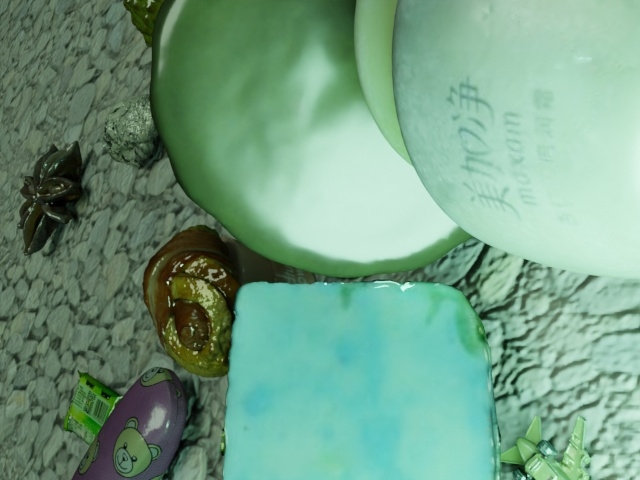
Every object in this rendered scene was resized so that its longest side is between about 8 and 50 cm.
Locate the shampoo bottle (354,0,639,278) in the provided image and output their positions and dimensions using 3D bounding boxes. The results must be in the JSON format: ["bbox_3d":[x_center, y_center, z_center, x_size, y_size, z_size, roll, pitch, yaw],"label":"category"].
[{"bbox_3d":[0.205,-0.134,0.768,0.317,0.322,0.322,23,94,48],"label":"shampoo bottle"}]

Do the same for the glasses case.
[{"bbox_3d":[-0.265,0.303,1.500,0.316,0.076,0.123,-57,34,22],"label":"glasses case"}]

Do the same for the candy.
[{"bbox_3d":[-0.325,0.256,1.663,0.178,0.032,0.102,13,89,57],"label":"candy"}]

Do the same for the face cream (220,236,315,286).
[{"bbox_3d":[-0.087,0.080,1.313,0.149,0.104,0.149,-33,48,46],"label":"face cream"}]

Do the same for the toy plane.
[{"bbox_3d":[0.182,0.188,0.900,0.102,0.040,0.111,-52,33,11],"label":"toy plane"}]

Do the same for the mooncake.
[{"bbox_3d":[0.019,-0.139,1.021,0.351,0.351,0.187,-64,11,12],"label":"mooncake"}]

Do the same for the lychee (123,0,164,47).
[{"bbox_3d":[-0.148,-0.388,1.522,0.270,0.270,0.320,-128,29,-54],"label":"lychee"}]

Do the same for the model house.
[{"bbox_3d":[0.035,0.202,1.023,0.241,0.226,0.261,87,-176,-59],"label":"model house"}]

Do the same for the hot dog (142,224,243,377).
[{"bbox_3d":[-0.136,0.056,1.175,0.261,0.093,0.123,-127,39,-71],"label":"hot dog"}]

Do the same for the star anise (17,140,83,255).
[{"bbox_3d":[-0.487,-0.089,2.058,0.212,0.073,0.197,-35,50,40],"label":"star anise"}]

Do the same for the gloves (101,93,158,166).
[{"bbox_3d":[-0.295,-0.174,1.805,0.153,0.070,0.114,-5,69,54],"label":"gloves"}]

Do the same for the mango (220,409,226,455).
[{"bbox_3d":[-0.055,0.178,1.217,0.119,0.100,0.178,-121,43,-56],"label":"mango"}]
